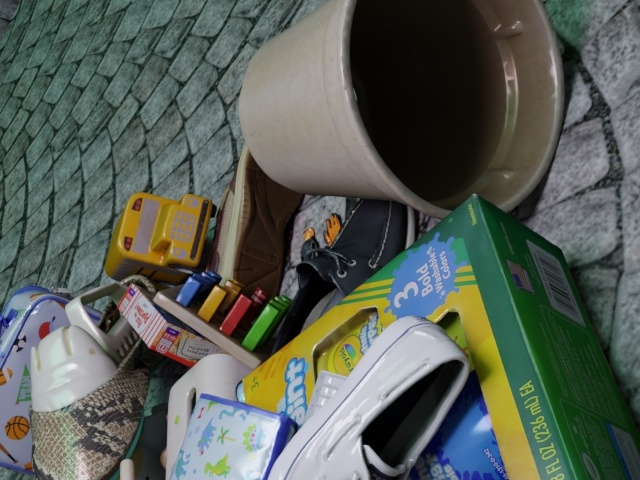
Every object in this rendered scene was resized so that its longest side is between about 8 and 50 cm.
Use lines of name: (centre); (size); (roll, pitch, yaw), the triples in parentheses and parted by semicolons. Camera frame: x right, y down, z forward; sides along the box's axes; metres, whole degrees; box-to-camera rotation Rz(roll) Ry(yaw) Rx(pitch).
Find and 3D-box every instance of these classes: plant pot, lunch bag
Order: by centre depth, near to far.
lunch bag: (-0.082, 0.229, 1.018); (0.151, 0.096, 0.128); (-9, 61, 64)
plant pot: (0.069, -0.179, 1.234); (0.305, 0.334, 0.333); (-4, 61, 54)
lunch bag: (-0.451, 0.226, 1.649); (0.115, 0.243, 0.303); (14, 77, 54)

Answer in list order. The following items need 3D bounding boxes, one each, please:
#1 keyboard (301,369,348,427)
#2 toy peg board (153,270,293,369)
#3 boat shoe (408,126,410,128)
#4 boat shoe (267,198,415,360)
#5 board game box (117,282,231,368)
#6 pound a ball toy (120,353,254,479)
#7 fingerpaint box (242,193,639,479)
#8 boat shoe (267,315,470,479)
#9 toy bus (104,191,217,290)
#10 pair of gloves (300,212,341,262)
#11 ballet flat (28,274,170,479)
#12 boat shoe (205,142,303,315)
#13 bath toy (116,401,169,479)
keyboard: (-0.016, 0.254, 0.981); (0.072, 0.014, 0.256); (4, 73, 57)
toy peg board: (-0.115, 0.085, 1.348); (0.079, 0.161, 0.161); (-57, -5, 5)
boat shoe: (0.129, -0.159, 1.390); (0.046, 0.038, 0.125); (-40, 38, 24)
boat shoe: (0.013, 0.068, 1.297); (0.127, 0.113, 0.340); (14, 76, 55)
board game box: (-0.172, 0.139, 1.407); (0.045, 0.193, 0.147); (-58, 33, 2)
pound a ball toy: (-0.135, 0.288, 1.229); (0.136, 0.208, 0.319); (-41, 37, 32)
fingerpaint box: (0.112, 0.240, 0.981); (0.371, 0.163, 0.444); (-40, 40, 29)
boat shoe: (0.036, 0.186, 0.888); (0.258, 0.095, 0.084); (-59, 31, 5)
toy bus: (-0.259, 0.002, 1.606); (0.333, 0.130, 0.108); (149, 136, -71)
pair of gloves: (0.000, 0.000, 1.458); (0.083, 0.010, 0.074); (-35, 41, 33)
ballet flat: (-0.314, 0.170, 1.417); (0.164, 0.182, 0.483); (-19, 16, 11)
boat shoe: (-0.112, -0.044, 1.542); (0.123, 0.123, 0.341); (-13, 61, 45)
bath toy: (-0.283, 0.322, 1.479); (0.348, 0.151, 0.129); (-16, 96, 44)
